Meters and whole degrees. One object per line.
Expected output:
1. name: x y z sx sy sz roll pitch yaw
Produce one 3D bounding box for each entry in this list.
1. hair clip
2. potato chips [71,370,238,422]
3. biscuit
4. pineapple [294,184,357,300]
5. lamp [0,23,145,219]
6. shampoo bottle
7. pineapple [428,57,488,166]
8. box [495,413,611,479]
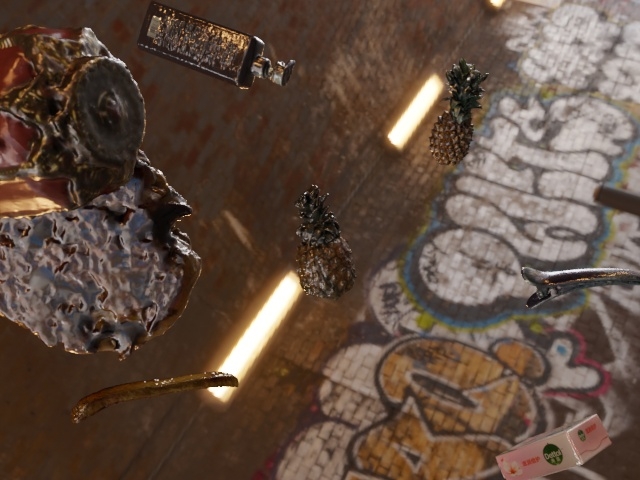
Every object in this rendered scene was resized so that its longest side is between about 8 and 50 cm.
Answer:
1. hair clip: 0.505 0.077 1.285 0.048 0.275 0.083 -55 -46 -55
2. potato chips: -0.197 0.183 0.869 0.203 0.026 0.037 -8 -65 -28
3. biscuit: -0.309 -0.009 0.906 0.289 0.334 0.081 -49 5 12
4. pineapple: 0.000 0.000 1.207 0.108 0.108 0.198 -42 -54 -55
5. lamp: -0.299 -0.108 0.696 0.177 0.273 0.177 14 -106 -59
6. shampoo bottle: -0.198 -0.360 1.363 0.098 0.309 0.071 -69 -16 9
7. pineapple: 0.259 -0.233 1.366 0.103 0.083 0.221 -74 -5 -45
8. box: 0.311 0.281 0.958 0.089 0.043 0.125 -7 -23 -45
